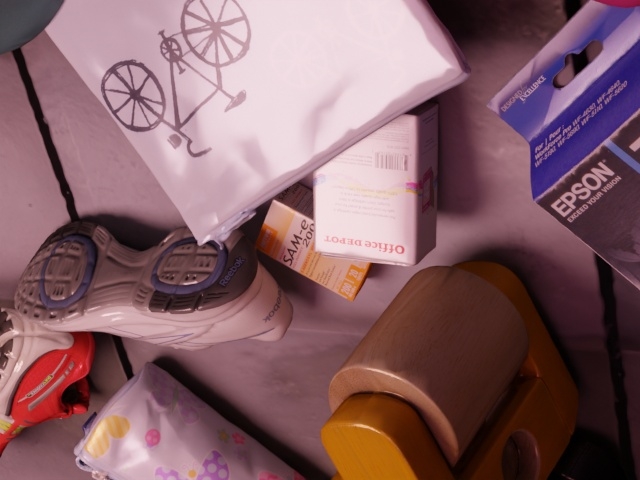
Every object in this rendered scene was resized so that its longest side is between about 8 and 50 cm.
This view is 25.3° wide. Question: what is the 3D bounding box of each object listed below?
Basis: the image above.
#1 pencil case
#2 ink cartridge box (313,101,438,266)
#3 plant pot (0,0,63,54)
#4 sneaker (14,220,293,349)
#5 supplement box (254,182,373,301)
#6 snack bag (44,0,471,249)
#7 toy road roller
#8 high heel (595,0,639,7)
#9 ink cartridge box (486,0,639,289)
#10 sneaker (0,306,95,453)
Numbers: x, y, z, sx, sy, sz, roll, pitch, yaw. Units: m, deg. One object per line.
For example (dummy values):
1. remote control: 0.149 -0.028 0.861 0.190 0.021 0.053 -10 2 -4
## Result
1. pencil case: -0.104 0.238 1.388 0.273 0.124 0.113 36 132 -3
2. ink cartridge box: 0.043 -0.048 1.122 0.088 0.052 0.122 8 109 22
3. plant pot: -0.367 -0.236 1.054 0.293 0.235 0.293 16 124 25
4. sneaker: -0.157 0.057 1.291 0.297 0.111 0.129 3 151 37
5. supplement box: 0.000 0.000 1.211 0.098 0.036 0.062 28 131 6
6. snack bag: -0.079 -0.194 1.076 0.323 0.037 0.342 -31 97 38
7. toy road roller: 0.085 0.192 1.212 0.240 0.202 0.330 -3 124 42
8. high heel: 0.067 -0.260 0.882 0.377 0.181 0.127 43 132 -8
9. ink cartridge box: 0.282 -0.027 1.032 0.332 0.065 0.165 39 133 -4
10. sneaker: -0.296 0.164 1.447 0.118 0.107 0.279 8 150 -21
